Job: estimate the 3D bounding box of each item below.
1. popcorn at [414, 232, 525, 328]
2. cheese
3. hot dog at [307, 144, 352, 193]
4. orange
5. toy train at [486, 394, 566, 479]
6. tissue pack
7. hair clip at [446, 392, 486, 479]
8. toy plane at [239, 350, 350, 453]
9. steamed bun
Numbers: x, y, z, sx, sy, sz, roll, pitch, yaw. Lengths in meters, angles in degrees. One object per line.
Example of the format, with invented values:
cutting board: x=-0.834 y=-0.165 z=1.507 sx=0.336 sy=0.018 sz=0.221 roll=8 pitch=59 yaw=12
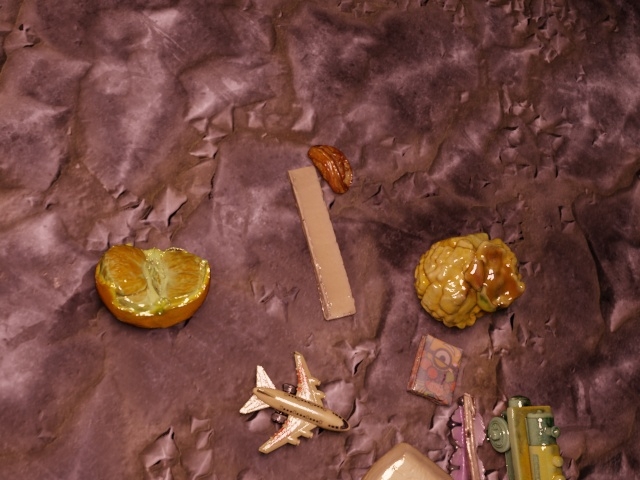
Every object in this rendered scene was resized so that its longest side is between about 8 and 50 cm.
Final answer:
popcorn: x=0.367 y=0.092 z=1.441 sx=0.257 sy=0.270 sz=0.224 roll=-26 pitch=75 yaw=23
cheese: x=0.002 y=-0.001 z=1.462 sx=0.085 sy=0.034 sz=0.400 roll=-10 pitch=77 yaw=-19
hot dog: x=0.029 y=-0.191 z=1.507 sx=0.147 sy=0.065 sz=0.099 roll=54 pitch=31 yaw=6
orange: x=-0.358 y=0.104 z=1.245 sx=0.237 sy=0.158 sz=0.179 roll=2 pitch=36 yaw=-22
toy train: x=0.501 y=0.545 z=1.336 sx=0.150 sy=0.237 sz=0.369 roll=2 pitch=73 yaw=-14
tissue pack: x=0.283 y=0.320 z=1.434 sx=0.108 sy=0.060 sz=0.148 roll=24 pitch=68 yaw=-7
hair clip: x=0.355 y=0.515 z=1.391 sx=0.106 sy=0.084 sz=0.292 roll=5 pitch=67 yaw=-10
toy plane: x=-0.049 y=0.376 z=1.301 sx=0.244 sy=0.092 sz=0.229 roll=25 pitch=66 yaw=-9
steamed bun: x=0.167 y=0.582 z=1.269 sx=0.200 sy=0.155 sz=0.250 roll=34 pitch=74 yaw=-1
